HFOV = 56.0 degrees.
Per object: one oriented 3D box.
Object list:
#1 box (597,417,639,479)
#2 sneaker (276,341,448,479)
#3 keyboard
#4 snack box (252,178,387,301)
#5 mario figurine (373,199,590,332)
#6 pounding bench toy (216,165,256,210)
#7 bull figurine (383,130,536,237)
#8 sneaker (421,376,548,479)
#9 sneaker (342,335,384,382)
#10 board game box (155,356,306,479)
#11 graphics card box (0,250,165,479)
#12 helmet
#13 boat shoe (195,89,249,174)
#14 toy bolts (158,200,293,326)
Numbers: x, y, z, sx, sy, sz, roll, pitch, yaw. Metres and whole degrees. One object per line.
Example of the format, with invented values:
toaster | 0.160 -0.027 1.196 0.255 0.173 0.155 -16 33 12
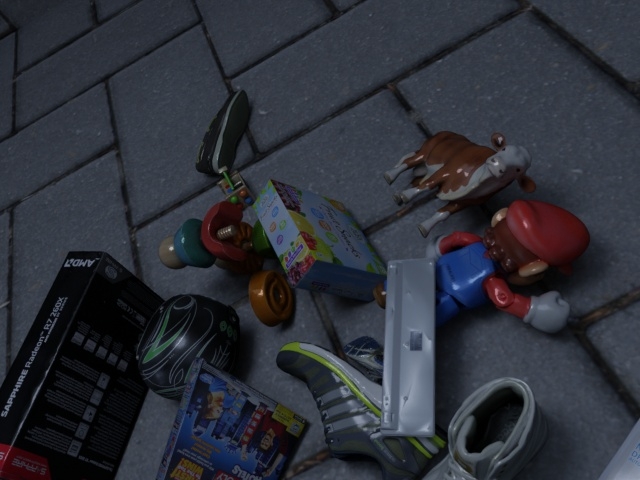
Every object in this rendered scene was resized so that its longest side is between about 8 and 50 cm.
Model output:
box | 0.405 0.332 0.592 0.231 0.127 0.262 -52 42 -5
sneaker | 0.033 0.249 0.880 0.300 0.111 0.121 26 74 38
keyboard | 0.124 0.141 0.838 0.072 0.014 0.256 -2 62 15
snack box | 0.000 0.000 1.022 0.070 0.175 0.207 -52 44 25
mario figurine | 0.256 0.064 0.918 0.321 0.170 0.198 -30 85 17
pounding bench toy | -0.180 -0.108 1.247 0.052 0.083 0.065 -33 49 1
bull figurine | 0.216 -0.106 0.987 0.188 0.101 0.310 -30 17 4
sneaker | 0.167 0.294 0.740 0.108 0.169 0.292 31 76 36
sneaker | 0.083 0.191 0.929 0.052 0.058 0.135 -26 20 -27
board game box | -0.151 0.307 0.900 0.194 0.194 0.060 -60 15 -18
graphics card box | -0.397 0.229 1.018 0.094 0.233 0.370 0 58 27
helmet | -0.221 0.187 1.011 0.169 0.169 0.161 -2 51 25
boat shoe | -0.223 -0.251 1.370 0.069 0.081 0.227 3 61 23
toy bolts | -0.168 0.048 1.056 0.159 0.228 0.218 -18 64 27
